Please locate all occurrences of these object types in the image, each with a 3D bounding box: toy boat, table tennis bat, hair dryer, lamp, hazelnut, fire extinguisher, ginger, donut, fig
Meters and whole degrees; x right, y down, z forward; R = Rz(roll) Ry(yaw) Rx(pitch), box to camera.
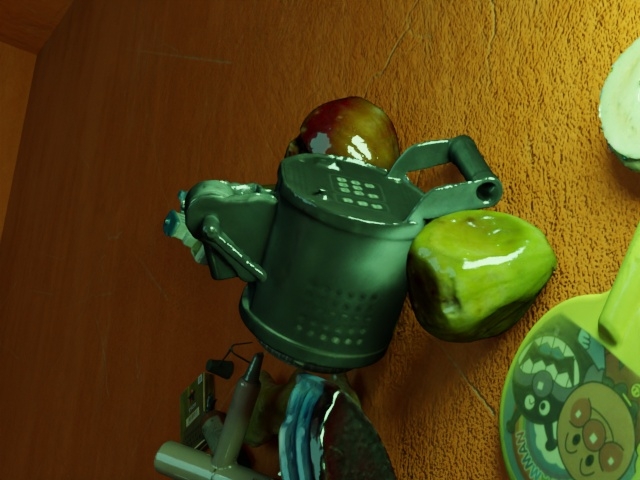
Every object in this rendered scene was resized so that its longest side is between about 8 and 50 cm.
[{"bbox_3d":[0.017,0.305,1.229,0.142,0.129,0.309,-38,62,56],"label":"toy boat"},{"bbox_3d":[0.280,0.108,1.000,0.368,0.054,0.224,-67,29,15],"label":"table tennis bat"},{"bbox_3d":[-0.241,-0.034,1.939,0.088,0.102,0.215,-57,31,21],"label":"toy boat"},{"bbox_3d":[-0.140,0.256,1.457,0.195,0.054,0.220,11,102,28],"label":"hair dryer"},{"bbox_3d":[-0.153,0.198,1.695,0.121,0.054,0.041,-31,48,50],"label":"lamp"},{"bbox_3d":[0.027,0.031,1.298,0.205,0.374,0.272,-102,8,-63],"label":"lamp"},{"bbox_3d":[0.034,-0.101,1.453,0.204,0.178,0.178,-58,31,34],"label":"hazelnut"},{"bbox_3d":[-0.158,0.311,1.641,0.177,0.050,0.062,48,126,57],"label":"fire extinguisher"},{"bbox_3d":[-0.034,0.238,1.457,0.299,0.065,0.118,-12,69,54],"label":"ginger"},{"bbox_3d":[0.336,-0.131,1.028,0.108,0.065,0.166,-32,48,49],"label":"donut"},{"bbox_3d":[0.175,0.035,1.133,0.166,0.154,0.144,-30,22,15],"label":"fig"}]

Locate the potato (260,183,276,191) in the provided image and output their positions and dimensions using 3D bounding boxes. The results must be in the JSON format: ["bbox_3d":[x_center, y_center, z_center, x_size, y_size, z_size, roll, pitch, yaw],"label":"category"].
[{"bbox_3d":[-0.075,-0.015,1.612,0.251,0.113,0.149,-160,65,-65],"label":"potato"}]

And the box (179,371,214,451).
[{"bbox_3d":[-0.212,0.305,1.769,0.090,0.023,0.133,-45,38,37],"label":"box"}]
